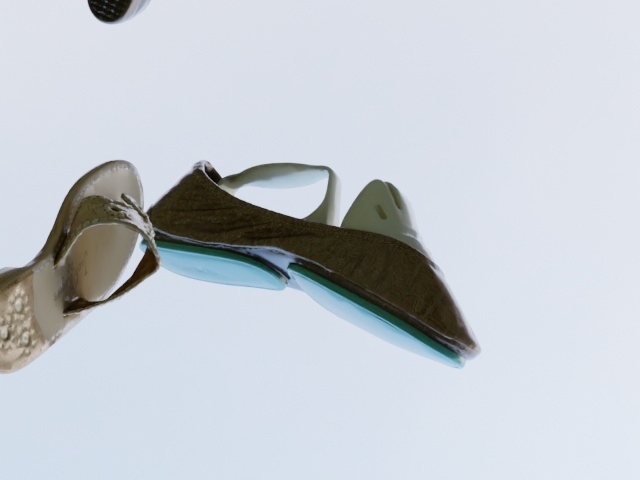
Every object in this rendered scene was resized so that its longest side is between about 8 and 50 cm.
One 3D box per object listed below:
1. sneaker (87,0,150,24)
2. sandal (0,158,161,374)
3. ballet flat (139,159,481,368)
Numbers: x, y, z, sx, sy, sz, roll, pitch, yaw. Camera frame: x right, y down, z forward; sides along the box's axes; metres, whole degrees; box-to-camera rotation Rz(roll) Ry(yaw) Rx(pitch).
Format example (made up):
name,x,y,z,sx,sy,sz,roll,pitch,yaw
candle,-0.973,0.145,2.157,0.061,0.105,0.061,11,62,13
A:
name,x,y,z,sx,sy,sz,roll,pitch,yaw
sneaker,-0.155,-0.285,1.481,0.066,0.188,0.071,33,-158,7
sandal,-0.148,0.019,1.113,0.079,0.088,0.240,0,-153,25
ballet flat,0.000,0.000,1.355,0.342,0.116,0.124,17,-107,37
